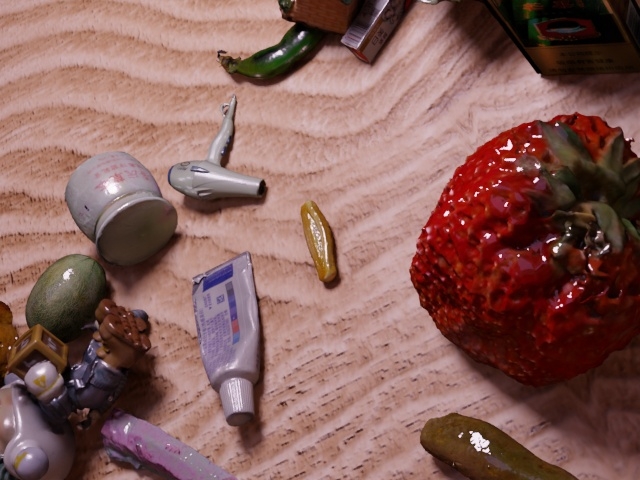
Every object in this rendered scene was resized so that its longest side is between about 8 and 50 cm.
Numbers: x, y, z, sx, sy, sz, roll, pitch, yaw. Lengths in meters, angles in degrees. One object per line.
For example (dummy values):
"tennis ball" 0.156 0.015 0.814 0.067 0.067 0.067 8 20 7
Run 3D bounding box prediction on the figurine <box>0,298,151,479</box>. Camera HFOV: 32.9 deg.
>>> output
"figurine" -0.422 0.258 1.644 0.382 0.186 0.261 -50 16 9

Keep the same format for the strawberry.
"strawberry" 0.242 0.023 1.331 0.351 0.267 0.312 -26 60 49

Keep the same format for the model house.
"model house" 0.017 -0.440 1.668 0.166 0.172 0.183 18 74 4

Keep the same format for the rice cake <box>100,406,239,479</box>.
"rice cake" -0.223 0.328 1.588 0.290 0.051 0.081 23 82 37

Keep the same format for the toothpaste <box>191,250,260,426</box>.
"toothpaste" -0.137 0.147 1.617 0.099 0.068 0.282 -8 51 -5

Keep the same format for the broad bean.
"broad bean" -0.044 -0.370 1.788 0.292 0.049 0.144 -48 56 4

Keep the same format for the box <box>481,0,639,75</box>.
"box" 0.325 -0.295 1.413 0.159 0.240 0.071 5 74 33

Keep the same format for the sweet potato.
"sweet potato" 0.226 0.271 1.327 0.244 0.077 0.077 19 80 37

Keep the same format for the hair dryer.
"hair dryer" -0.135 -0.139 1.756 0.167 0.067 0.199 24 68 27

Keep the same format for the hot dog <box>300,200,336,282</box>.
"hot dog" 0.000 0.000 1.612 0.044 0.028 0.137 -48 46 38

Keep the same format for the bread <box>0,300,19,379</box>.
"bread" -0.624 0.198 1.838 0.247 0.135 0.232 15 81 36

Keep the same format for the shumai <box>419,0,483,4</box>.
"shumai" 0.225 -0.436 1.487 0.288 0.292 0.330 -27 32 -2

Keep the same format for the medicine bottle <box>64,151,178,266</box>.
"medicine bottle" -0.323 -0.051 1.758 0.147 0.147 0.143 -45 55 7

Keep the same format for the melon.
"melon" -0.417 0.100 1.770 0.114 0.114 0.167 26 82 37

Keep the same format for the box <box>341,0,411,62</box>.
"box" 0.115 -0.383 1.695 0.039 0.055 0.218 33 88 36
